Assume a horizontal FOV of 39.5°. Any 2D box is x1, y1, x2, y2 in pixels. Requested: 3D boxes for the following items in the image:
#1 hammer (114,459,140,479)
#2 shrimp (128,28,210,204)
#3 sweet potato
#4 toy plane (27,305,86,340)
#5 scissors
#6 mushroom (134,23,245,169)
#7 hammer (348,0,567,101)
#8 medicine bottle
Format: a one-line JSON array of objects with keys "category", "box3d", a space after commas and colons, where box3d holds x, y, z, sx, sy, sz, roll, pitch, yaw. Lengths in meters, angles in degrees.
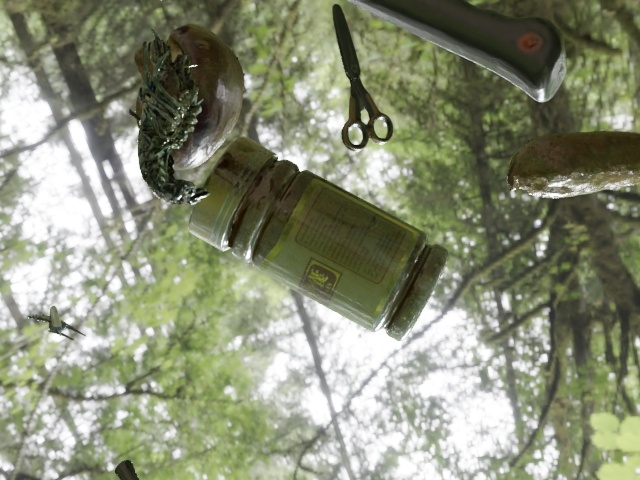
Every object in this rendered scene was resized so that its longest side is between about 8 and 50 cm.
[{"category": "hammer", "box3d": [-0.233, 0.385, 1.220, 0.103, 0.029, 0.246, -26, -142, -24]}, {"category": "shrimp", "box3d": [-0.147, -0.109, 0.816, 0.076, 0.082, 0.174, -14, -116, 16]}, {"category": "sweet potato", "box3d": [0.337, -0.088, 0.984, 0.273, 0.075, 0.075, -4, -154, -12]}, {"category": "toy plane", "box3d": [-0.328, 0.102, 1.108, 0.084, 0.077, 0.024, 27, -88, 59]}, {"category": "scissors", "box3d": [0.050, -0.246, 1.340, 0.088, 0.220, 0.017, -17, -172, -21]}, {"category": "mushroom", "box3d": [-0.192, -0.211, 1.342, 0.138, 0.194, 0.231, -20, 176, -35]}, {"category": "hammer", "box3d": [0.006, -0.150, 0.491, 0.287, 0.033, 0.111, 30, -102, 26]}, {"category": "medicine bottle", "box3d": [0.000, 0.000, 1.193, 0.322, 0.151, 0.151, 28, -140, 5]}]
